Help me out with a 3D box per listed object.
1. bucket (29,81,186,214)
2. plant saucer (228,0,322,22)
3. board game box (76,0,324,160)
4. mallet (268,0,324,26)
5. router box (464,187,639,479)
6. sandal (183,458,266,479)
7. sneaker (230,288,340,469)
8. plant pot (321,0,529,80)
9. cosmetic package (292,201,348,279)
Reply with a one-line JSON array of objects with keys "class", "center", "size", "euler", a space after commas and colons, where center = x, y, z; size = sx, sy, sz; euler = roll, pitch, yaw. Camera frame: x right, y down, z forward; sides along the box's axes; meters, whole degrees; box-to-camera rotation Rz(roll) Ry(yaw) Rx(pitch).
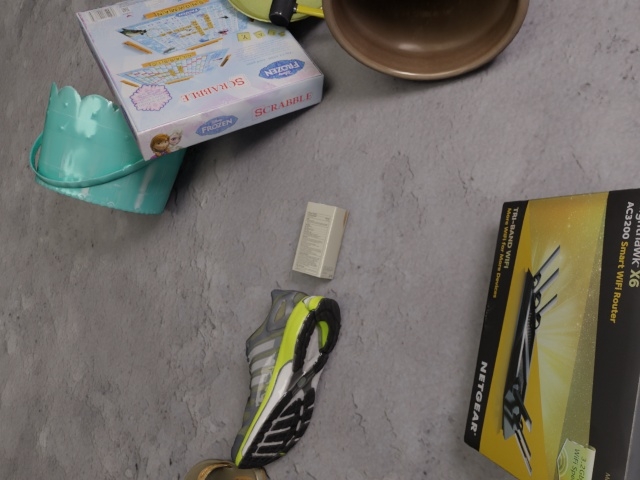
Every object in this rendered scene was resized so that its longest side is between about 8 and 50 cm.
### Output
[{"class": "bucket", "center": [-0.397, -0.170, 1.046], "size": [0.281, 0.281, 0.183], "euler": [20, 96, 34]}, {"class": "plant saucer", "center": [-0.062, -0.482, 0.959], "size": [0.240, 0.037, 0.241], "euler": [-1, 80, 6]}, {"class": "board game box", "center": [-0.208, -0.313, 0.940], "size": [0.318, 0.066, 0.318], "euler": [-23, 62, -18]}, {"class": "mallet", "center": [0.012, -0.379, 0.898], "size": [0.189, 0.039, 0.063], "euler": [6, 78, 3]}, {"class": "router box", "center": [0.271, 0.108, 0.579], "size": [0.243, 0.080, 0.309], "euler": [179, 102, -74]}, {"class": "sandal", "center": [-0.171, 0.408, 0.920], "size": [0.180, 0.049, 0.072], "euler": [-16, 73, 31]}, {"class": "sneaker", "center": [-0.070, 0.214, 0.866], "size": [0.121, 0.111, 0.300], "euler": [23, 89, 44]}, {"class": "plant pot", "center": [0.148, -0.393, 0.747], "size": [0.262, 0.263, 0.230], "euler": [-6, 60, 33]}, {"class": "cosmetic package", "center": [0.000, 0.000, 0.880], "size": [0.060, 0.041, 0.115], "euler": [15, 90, 35]}]
